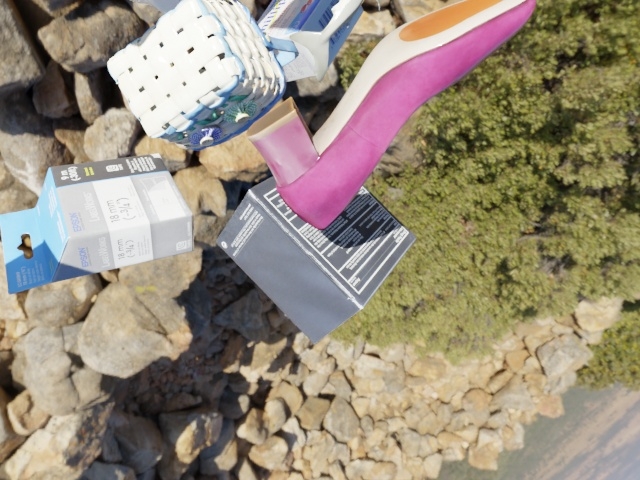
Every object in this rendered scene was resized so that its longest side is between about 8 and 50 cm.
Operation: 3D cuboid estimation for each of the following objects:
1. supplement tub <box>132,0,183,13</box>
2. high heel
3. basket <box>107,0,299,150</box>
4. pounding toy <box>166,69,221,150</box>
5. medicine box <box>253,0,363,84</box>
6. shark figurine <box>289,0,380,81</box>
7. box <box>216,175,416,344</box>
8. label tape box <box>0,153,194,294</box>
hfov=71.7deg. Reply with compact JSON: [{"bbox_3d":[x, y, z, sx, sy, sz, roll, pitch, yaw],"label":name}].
[{"bbox_3d":[-0.400,-0.639,0.887,0.235,0.324,0.235,-54,177,-4],"label":"supplement tub"},{"bbox_3d":[0.102,-0.158,0.580,0.377,0.127,0.181,-24,125,18],"label":"high heel"},{"bbox_3d":[-0.184,-0.271,0.750,0.254,0.289,0.201,-26,103,22],"label":"basket"},{"bbox_3d":[-0.291,-0.300,1.071,0.182,0.237,0.110,-24,148,-14],"label":"pounding toy"},{"bbox_3d":[-0.064,-0.633,1.341,0.149,0.289,0.264,44,67,-41],"label":"medicine box"},{"bbox_3d":[0.063,-0.439,0.809,0.116,0.166,0.278,29,69,-47],"label":"shark figurine"},{"bbox_3d":[0.000,0.000,0.934,0.183,0.294,0.296,-48,175,41],"label":"box"},{"bbox_3d":[-0.455,-0.052,0.891,0.333,0.241,0.106,-15,137,-29],"label":"label tape box"}]
